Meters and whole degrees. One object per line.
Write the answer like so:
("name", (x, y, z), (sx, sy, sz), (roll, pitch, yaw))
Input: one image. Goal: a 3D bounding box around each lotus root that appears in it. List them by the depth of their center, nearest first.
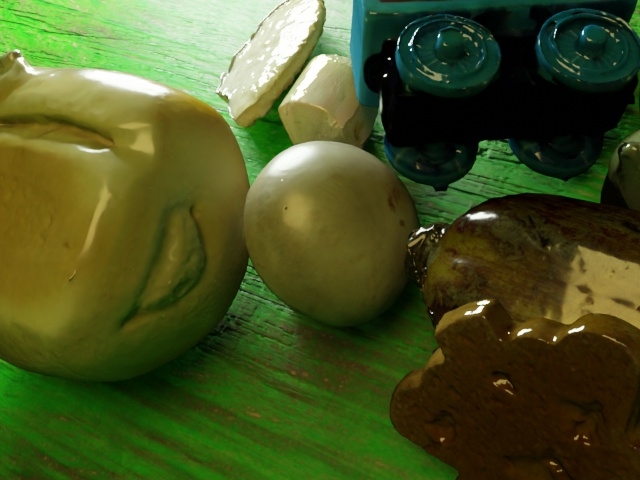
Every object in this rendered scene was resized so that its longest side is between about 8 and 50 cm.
("lotus root", (0.254, 0.066, 0.788), (0.397, 0.179, 0.196), (20, 70, 34))

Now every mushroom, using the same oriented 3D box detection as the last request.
("mushroom", (0.000, 0.000, 0.959), (0.204, 0.204, 0.204), (-11, 58, 18))

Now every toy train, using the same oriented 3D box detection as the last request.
("toy train", (0.190, -0.207, 0.946), (0.300, 0.188, 0.265), (-4, 57, -3))

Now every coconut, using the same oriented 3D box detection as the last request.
("coconut", (0.010, -0.151, 1.062), (0.116, 0.116, 0.122), (17, 71, 31))

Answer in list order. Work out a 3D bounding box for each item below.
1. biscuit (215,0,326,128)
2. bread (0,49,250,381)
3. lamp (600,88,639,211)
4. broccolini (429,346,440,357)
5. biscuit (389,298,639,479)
("biscuit", (-0.069, -0.240, 1.155), (0.188, 0.040, 0.265), (-27, 34, 36))
("bread", (-0.271, -0.015, 1.022), (0.376, 0.253, 0.348), (9, 77, 34))
("lamp", (0.381, -0.113, 0.827), (0.244, 0.198, 0.197), (-45, 54, -14))
("broccolini", (0.194, 0.179, 0.836), (0.239, 0.054, 0.051), (34, 65, 32))
("biscuit", (0.191, 0.188, 0.744), (0.278, 0.302, 0.043), (-22, 6, 47))
